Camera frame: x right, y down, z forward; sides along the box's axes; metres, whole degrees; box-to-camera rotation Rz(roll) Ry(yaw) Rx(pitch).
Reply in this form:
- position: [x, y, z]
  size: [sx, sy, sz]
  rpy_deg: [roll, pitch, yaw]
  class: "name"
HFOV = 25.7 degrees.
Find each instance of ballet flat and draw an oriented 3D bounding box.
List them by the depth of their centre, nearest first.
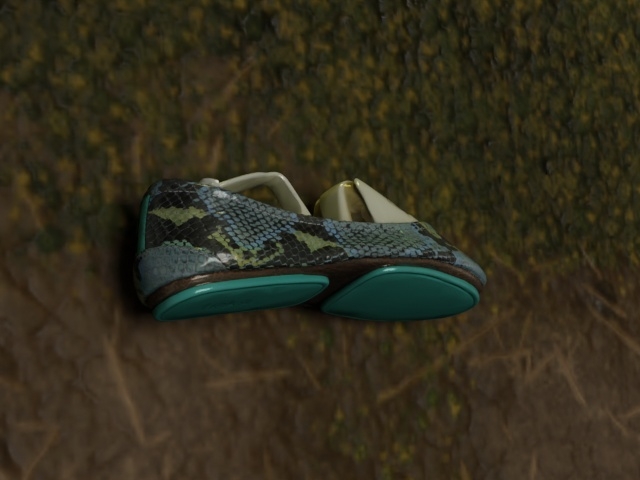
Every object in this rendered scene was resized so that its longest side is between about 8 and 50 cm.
- position: [0.000, 0.000, 0.617]
  size: [0.188, 0.070, 0.070]
  rpy_deg: [5, 80, -44]
  class: "ballet flat"
